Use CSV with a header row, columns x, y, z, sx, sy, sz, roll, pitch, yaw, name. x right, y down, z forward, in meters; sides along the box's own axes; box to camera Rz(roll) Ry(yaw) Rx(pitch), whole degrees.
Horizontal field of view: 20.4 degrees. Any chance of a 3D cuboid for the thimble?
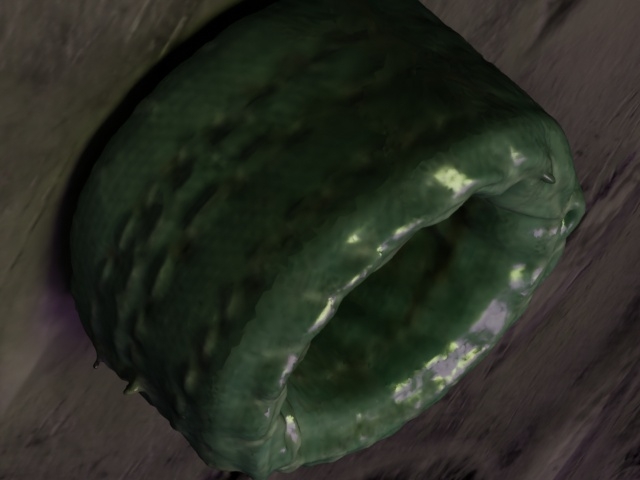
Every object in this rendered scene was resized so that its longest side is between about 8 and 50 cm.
x,y,z,sx,sy,sz,roll,pitch,yaw,name
0.000,0.000,0.824,0.235,0.143,0.198,-38,152,-12,thimble
